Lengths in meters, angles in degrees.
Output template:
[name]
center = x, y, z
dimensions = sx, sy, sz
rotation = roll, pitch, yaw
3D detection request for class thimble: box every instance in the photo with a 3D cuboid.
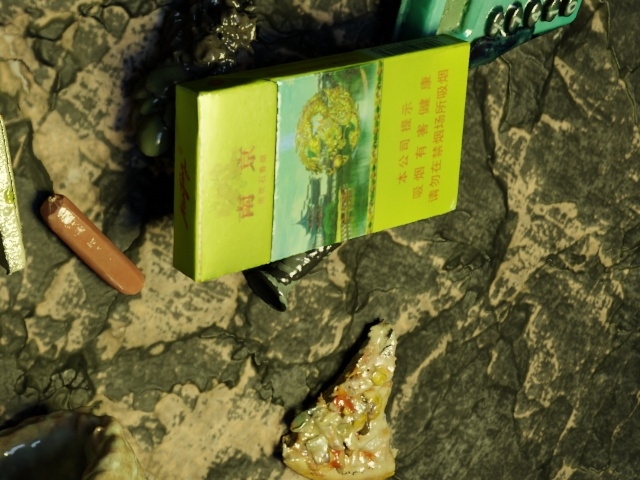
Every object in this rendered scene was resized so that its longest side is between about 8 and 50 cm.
[thimble]
center = -0.259, 0.268, 1.555
dimensions = 0.229, 0.196, 0.148
rotation = -31, 124, -25

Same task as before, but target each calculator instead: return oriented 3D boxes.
[calculator]
center = 0.201, -0.296, 1.757
dimensions = 0.274, 0.058, 0.248
rotation = -18, 139, -36

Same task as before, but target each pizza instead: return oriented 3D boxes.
[pizza]
center = 0.047, 0.183, 1.876
dimensions = 0.185, 0.052, 0.195
rotation = 13, 99, -45

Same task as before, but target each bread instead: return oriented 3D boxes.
[bread]
center = -0.290, -0.049, 1.488
dimensions = 0.028, 0.068, 0.154
rotation = -21, 119, -30

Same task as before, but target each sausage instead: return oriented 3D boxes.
[sausage]
center = -0.215, 0.005, 1.598
dimensions = 0.035, 0.030, 0.147
rotation = -52, 132, -10

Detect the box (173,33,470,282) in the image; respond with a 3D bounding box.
[box]
center = 0.005, -0.086, 1.647
dimensions = 0.335, 0.047, 0.187
rotation = -15, 119, -36

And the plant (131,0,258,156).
[plant]
center = -0.124, -0.158, 1.583
dimensions = 0.087, 0.085, 0.174
rotation = 34, 89, -18

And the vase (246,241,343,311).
[vase]
center = 0.000, 0.000, 1.756
dimensions = 0.167, 0.059, 0.059
rotation = -43, 129, -18
